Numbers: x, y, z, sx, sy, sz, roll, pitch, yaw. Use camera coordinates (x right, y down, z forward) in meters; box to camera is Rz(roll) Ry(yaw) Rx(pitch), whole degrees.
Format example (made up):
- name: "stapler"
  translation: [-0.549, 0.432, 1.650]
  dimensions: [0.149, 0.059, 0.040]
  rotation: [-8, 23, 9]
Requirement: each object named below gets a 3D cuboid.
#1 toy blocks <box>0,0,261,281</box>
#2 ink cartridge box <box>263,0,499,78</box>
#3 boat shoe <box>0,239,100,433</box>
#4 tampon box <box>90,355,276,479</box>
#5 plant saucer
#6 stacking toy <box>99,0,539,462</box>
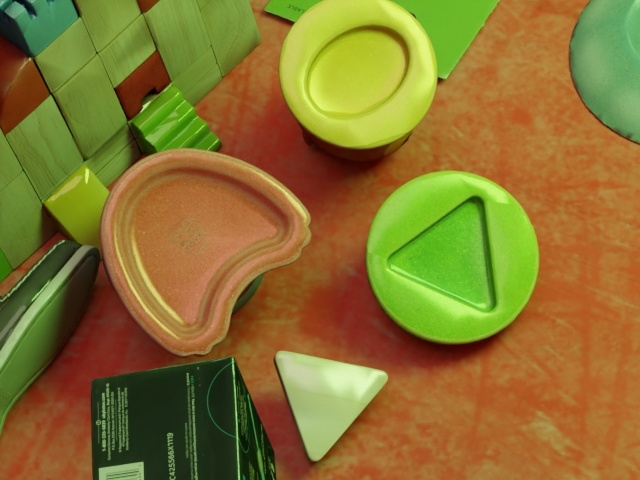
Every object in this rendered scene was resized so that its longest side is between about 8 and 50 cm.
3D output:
- name: "toy blocks"
  translation: [-0.201, -0.161, 1.533]
  dimensions: [0.191, 0.261, 0.381]
  rotation: [38, 72, 27]
- name: "ink cartridge box"
  translation: [0.086, -0.283, 1.647]
  dimensions: [0.189, 0.097, 0.255]
  rotation: [24, 66, 22]
- name: "boat shoe"
  translation: [-0.252, 0.086, 1.502]
  dimensions: [0.069, 0.081, 0.227]
  rotation: [26, 70, 19]
- name: "tampon box"
  translation: [-0.090, 0.175, 1.373]
  dimensions: [0.101, 0.161, 0.120]
  rotation: [-9, 58, 6]
- name: "plant saucer"
  translation: [0.295, -0.161, 1.572]
  dimensions: [0.195, 0.037, 0.195]
  rotation: [-5, 59, 8]
- name: "stacking toy"
  translation: [0.000, 0.000, 1.522]
  dimensions: [0.309, 0.130, 0.279]
  rotation: [-38, 87, -9]
